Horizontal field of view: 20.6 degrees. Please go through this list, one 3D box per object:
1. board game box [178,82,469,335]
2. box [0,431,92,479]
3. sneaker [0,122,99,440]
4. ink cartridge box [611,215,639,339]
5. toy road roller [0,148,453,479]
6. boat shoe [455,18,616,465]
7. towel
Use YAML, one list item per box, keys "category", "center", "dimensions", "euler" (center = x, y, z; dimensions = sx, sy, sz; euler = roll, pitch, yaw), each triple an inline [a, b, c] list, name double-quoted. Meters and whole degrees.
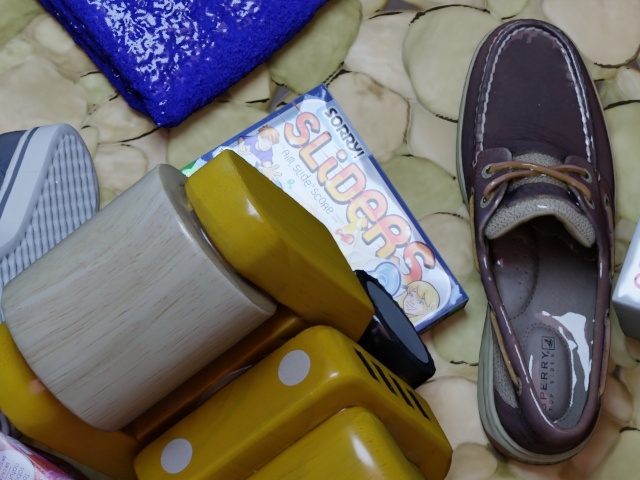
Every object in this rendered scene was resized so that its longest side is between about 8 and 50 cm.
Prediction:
- category: "board game box"
  center: [0.000, 0.000, 1.326]
  dimensions: [0.136, 0.035, 0.201]
  euler: [-33, 80, -10]
- category: "box"
  center: [-0.178, 0.218, 1.148]
  dimensions: [0.128, 0.257, 0.123]
  euler: [38, 82, 7]
- category: "sneaker"
  center: [-0.248, 0.040, 1.211]
  dimensions: [0.127, 0.126, 0.321]
  euler: [-9, 32, 14]
- category: "ink cartridge box"
  center: [0.313, 0.024, 1.264]
  dimensions: [0.176, 0.127, 0.128]
  euler: [19, 80, 17]
- category: "toy road roller"
  center: [-0.034, 0.123, 1.121]
  dimensions: [0.202, 0.329, 0.241]
  euler: [-38, 52, 10]
- category: "boat shoe"
  center: [0.165, -0.012, 1.291]
  dimensions: [0.123, 0.123, 0.342]
  euler: [3, 76, -2]
- category: "towel"
  center: [-0.077, -0.258, 1.368]
  dimensions: [0.308, 0.076, 0.228]
  euler: [-41, 80, -11]
